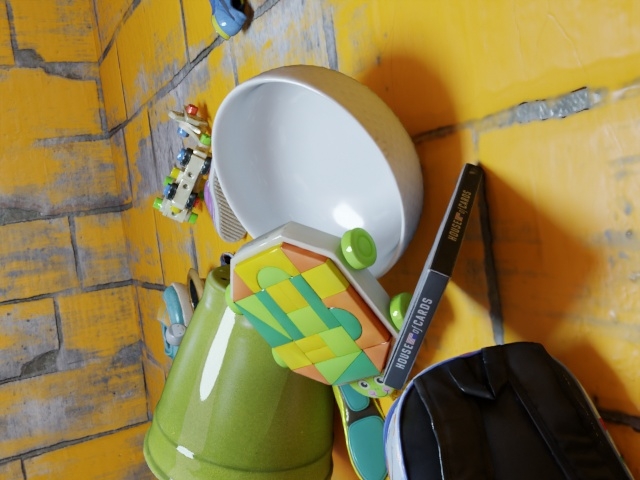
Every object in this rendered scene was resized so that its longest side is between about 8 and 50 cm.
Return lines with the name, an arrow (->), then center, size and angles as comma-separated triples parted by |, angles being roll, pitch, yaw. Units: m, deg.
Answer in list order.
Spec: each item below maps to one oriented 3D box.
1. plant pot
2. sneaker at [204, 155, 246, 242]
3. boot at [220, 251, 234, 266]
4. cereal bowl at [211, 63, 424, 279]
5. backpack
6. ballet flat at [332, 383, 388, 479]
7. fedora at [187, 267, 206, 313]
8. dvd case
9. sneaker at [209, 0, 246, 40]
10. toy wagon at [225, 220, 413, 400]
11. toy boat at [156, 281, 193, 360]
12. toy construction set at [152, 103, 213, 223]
plant pot -> -0.121, 0.241, 1.218 | 0.366, 0.366, 0.353 | 33, 115, 56
sneaker -> -0.233, -0.149, 1.540 | 0.161, 0.102, 0.282 | -123, 35, -44
boot -> -0.213, 0.108, 1.611 | 0.190, 0.069, 0.086 | 47, 141, 50
cereal bowl -> 0.010, -0.106, 0.966 | 0.339, 0.141, 0.339 | 24, 137, 25
backpack -> 0.192, 0.252, 0.694 | 0.213, 0.276, 0.263 | 115, 142, -68
ballet flat -> 0.070, 0.308, 1.137 | 0.077, 0.077, 0.231 | 92, 163, -69
fedora -> -0.315, 0.160, 1.817 | 0.194, 0.079, 0.194 | 46, 143, 51
dvd case -> 0.137, 0.036, 0.776 | 0.029, 0.239, 0.179 | 21, 128, 8
sneaker -> -0.199, -0.525, 1.409 | 0.082, 0.069, 0.209 | -35, 53, 25
toy wagon -> 0.020, 0.127, 0.968 | 0.267, 0.068, 0.344 | -24, 111, 39
toy boat -> -0.432, 0.265, 2.002 | 0.318, 0.148, 0.267 | -3, 95, 63
toy construction set -> -0.346, -0.186, 1.714 | 0.215, 0.151, 0.328 | -93, 14, -66
